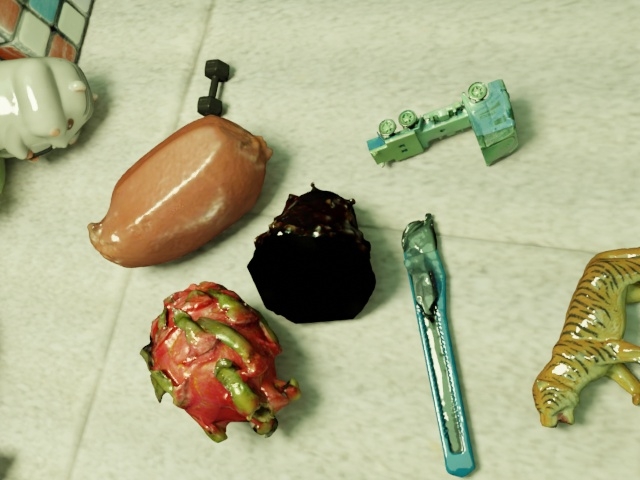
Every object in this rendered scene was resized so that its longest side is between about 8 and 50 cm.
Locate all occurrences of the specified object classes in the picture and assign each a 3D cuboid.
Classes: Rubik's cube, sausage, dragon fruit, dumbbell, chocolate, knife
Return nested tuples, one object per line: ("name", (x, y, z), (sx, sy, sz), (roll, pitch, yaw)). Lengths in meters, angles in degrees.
("Rubik's cube", (-0.547, -0.412, 1.056), (0.256, 0.253, 0.259), (3, 72, 23))
("sausage", (-0.177, -0.062, 0.858), (0.254, 0.148, 0.148), (-34, 63, 12))
("dragon fruit", (-0.114, 0.144, 0.755), (0.160, 0.167, 0.172), (-17, 46, -26))
("dumbbell", (-0.154, -0.218, 0.954), (0.035, 0.040, 0.083), (10, 74, -7))
("chocolate", (0.000, 0.000, 0.785), (0.156, 0.156, 0.133), (-8, 40, 19))
("knife", (0.131, 0.106, 0.736), (0.044, 0.026, 0.297), (-11, 68, 6))

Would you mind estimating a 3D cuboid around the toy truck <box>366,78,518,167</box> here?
("toy truck", (0.144, -0.120, 0.784), (0.175, 0.067, 0.081), (-18, 67, 15))

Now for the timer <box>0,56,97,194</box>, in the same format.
("timer", (-0.492, -0.182, 0.976), (0.315, 0.291, 0.291), (-14, 66, -5))

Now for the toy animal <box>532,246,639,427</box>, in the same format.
("toy animal", (0.290, 0.082, 0.662), (0.099, 0.057, 0.241), (19, 81, 26))
